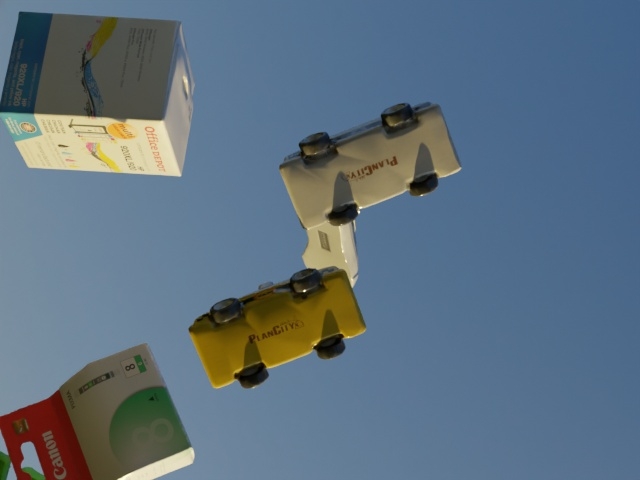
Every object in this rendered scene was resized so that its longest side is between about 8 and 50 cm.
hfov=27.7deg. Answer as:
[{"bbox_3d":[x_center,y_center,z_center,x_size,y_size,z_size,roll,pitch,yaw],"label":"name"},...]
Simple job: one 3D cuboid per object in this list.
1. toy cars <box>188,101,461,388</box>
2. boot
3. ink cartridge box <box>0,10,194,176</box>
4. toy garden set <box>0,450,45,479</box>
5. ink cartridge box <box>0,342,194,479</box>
[{"bbox_3d":[0.000,0.000,1.439,0.394,0.176,0.087,-60,-165,12],"label":"toy cars"},{"bbox_3d":[0.037,-0.030,1.927,0.095,0.123,0.258,26,-27,17],"label":"boot"},{"bbox_3d":[-0.309,-0.205,1.841,0.171,0.232,0.168,83,11,-65],"label":"ink cartridge box"},{"bbox_3d":[-0.454,0.407,1.879,0.244,0.049,0.204,24,-73,21],"label":"toy garden set"},{"bbox_3d":[-0.301,0.252,1.713,0.056,0.224,0.181,91,-25,-52],"label":"ink cartridge box"}]
